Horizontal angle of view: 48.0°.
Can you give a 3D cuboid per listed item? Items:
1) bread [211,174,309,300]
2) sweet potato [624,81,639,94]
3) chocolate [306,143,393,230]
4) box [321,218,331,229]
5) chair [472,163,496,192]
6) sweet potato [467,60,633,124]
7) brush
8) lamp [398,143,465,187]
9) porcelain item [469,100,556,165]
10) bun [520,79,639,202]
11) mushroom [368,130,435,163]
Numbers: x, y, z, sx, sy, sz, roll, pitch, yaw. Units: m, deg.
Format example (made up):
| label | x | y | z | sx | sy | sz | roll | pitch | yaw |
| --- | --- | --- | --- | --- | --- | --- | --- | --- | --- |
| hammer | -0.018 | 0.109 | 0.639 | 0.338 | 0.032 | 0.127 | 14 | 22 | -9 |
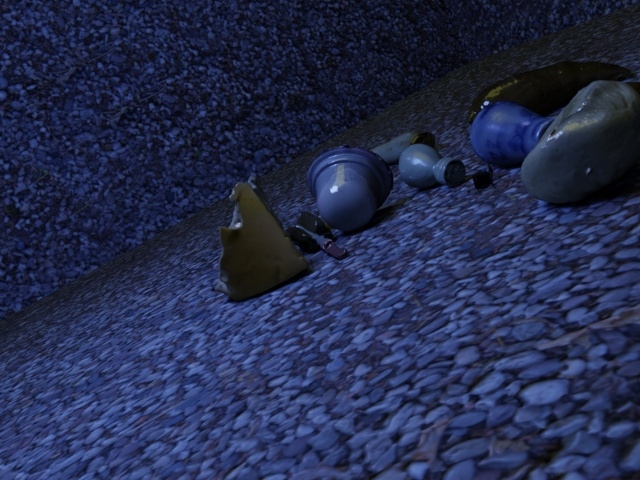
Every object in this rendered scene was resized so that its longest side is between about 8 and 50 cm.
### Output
| label | x | y | z | sx | sy | sz | roll | pitch | yaw |
| --- | --- | --- | --- | --- | --- | --- | --- | --- | --- |
| bread | -0.169 | 0.011 | 1.526 | 0.211 | 0.224 | 0.183 | -33 | 6 | 3 |
| sweet potato | 0.615 | -0.286 | 1.518 | 0.182 | 0.053 | 0.054 | -29 | 52 | -3 |
| chocolate | 0.056 | -0.093 | 1.626 | 0.221 | 0.221 | 0.147 | -18 | 40 | 33 |
| box | 0.023 | -0.047 | 1.791 | 0.149 | 0.020 | 0.073 | -35 | 14 | -35 |
| chair | 0.330 | -0.124 | 1.455 | 0.042 | 0.037 | 0.086 | -11 | 20 | 15 |
| sweet potato | 0.575 | -0.384 | 1.853 | 0.422 | 0.130 | 0.130 | -17 | 13 | 4 |
| brush | 0.000 | 0.000 | 1.581 | 0.084 | 0.071 | 0.301 | -44 | 24 | -6 |
| lamp | 0.256 | -0.165 | 1.650 | 0.106 | 0.106 | 0.193 | -30 | 24 | -19 |
| porcelain item | 0.404 | -0.215 | 1.483 | 0.141 | 0.141 | 0.259 | -29 | 22 | -11 |
| bun | 0.429 | -0.149 | 1.150 | 0.229 | 0.145 | 0.229 | -53 | -7 | -9 |
| mushroom | 0.231 | -0.275 | 2.168 | 0.100 | 0.081 | 0.312 | -25 | 9 | -24 |
